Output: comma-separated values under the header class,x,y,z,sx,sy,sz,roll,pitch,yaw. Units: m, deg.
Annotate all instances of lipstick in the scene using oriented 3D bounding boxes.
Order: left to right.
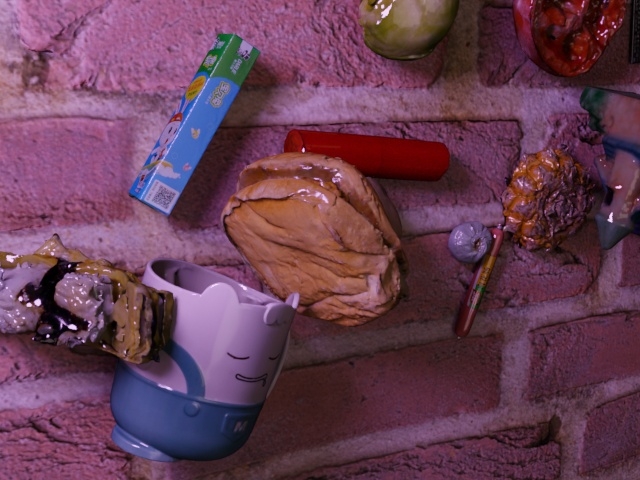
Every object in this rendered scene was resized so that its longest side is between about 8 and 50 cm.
class,x,y,z,sx,sy,sz,roll,pitch,yaw
lipstick,0.076,-0.133,1.352,0.279,0.073,0.073,2,102,-30

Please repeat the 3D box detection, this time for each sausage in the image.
class,x,y,z,sx,sy,sz,roll,pitch,yaw
sausage,0.287,0.076,1.546,0.029,0.029,0.223,18,93,-31

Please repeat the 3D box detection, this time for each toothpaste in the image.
class,x,y,z,sx,sy,sz,roll,pitch,yaw
toothpaste,-0.179,-0.165,1.205,0.050,0.065,0.267,30,87,-28

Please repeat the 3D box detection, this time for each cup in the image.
class,x,y,z,sx,sy,sz,roll,pitch,yaw
cup,-0.152,0.169,1.229,0.289,0.219,0.258,12,97,-56

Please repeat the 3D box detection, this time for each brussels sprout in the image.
class,x,y,z,sx,sy,sz,roll,pitch,yaw
brussels sprout,0.134,-0.363,1.298,0.145,0.131,0.183,15,96,-9

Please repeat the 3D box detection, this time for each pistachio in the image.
class,x,y,z,sx,sy,sz,roll,pitch,yaw
pistachio,0.071,-0.041,1.345,0.113,0.113,0.149,-39,139,-15

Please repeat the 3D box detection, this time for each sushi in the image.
class,x,y,z,sx,sy,sz,roll,pitch,yaw
sushi,-0.328,0.070,1.090,0.131,0.290,0.139,-4,104,-70

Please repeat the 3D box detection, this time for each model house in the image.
class,x,y,z,sx,sy,sz,roll,pitch,yaw
model house,0.601,-0.111,1.553,0.312,0.245,0.280,0,110,-38

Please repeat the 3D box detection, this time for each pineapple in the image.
class,x,y,z,sx,sy,sz,roll,pitch,yaw
pineapple,0.424,-0.071,1.562,0.224,0.076,0.225,-9,108,-29

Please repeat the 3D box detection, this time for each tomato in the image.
class,x,y,z,sx,sy,sz,roll,pitch,yaw
tomato,0.411,-0.394,1.461,0.227,0.101,0.228,-13,117,-27

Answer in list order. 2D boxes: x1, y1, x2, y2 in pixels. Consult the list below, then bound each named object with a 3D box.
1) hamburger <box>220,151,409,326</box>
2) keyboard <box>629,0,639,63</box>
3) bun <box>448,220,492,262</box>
class,x,y,z,sx,sy,sz,roll,pitch,yaw
hamburger,-0.001,-0.001,1.236,0.145,0.259,0.283,-56,132,-39
keyboard,0.607,-0.434,1.610,0.063,0.010,0.198,-12,108,-28
bun,0.266,0.004,1.507,0.083,0.045,0.083,-4,100,-27
